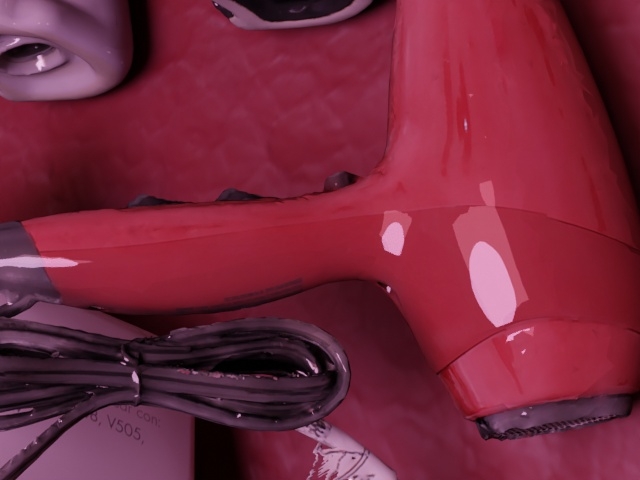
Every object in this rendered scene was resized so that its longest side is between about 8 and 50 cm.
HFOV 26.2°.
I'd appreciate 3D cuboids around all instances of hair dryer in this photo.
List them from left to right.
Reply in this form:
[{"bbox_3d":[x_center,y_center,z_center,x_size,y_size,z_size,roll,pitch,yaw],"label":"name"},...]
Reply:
[{"bbox_3d":[0.000,0.000,0.426,0.224,0.080,0.293,34,70,-7],"label":"hair dryer"}]

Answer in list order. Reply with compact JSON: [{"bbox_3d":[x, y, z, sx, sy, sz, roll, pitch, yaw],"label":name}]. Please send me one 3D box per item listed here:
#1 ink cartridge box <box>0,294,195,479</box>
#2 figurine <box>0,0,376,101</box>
[{"bbox_3d":[-0.149,0.150,0.501,0.207,0.119,0.353,-36,41,34],"label":"ink cartridge box"},{"bbox_3d":[-0.073,-0.181,0.569,0.215,0.092,0.209,-12,70,34],"label":"figurine"}]
